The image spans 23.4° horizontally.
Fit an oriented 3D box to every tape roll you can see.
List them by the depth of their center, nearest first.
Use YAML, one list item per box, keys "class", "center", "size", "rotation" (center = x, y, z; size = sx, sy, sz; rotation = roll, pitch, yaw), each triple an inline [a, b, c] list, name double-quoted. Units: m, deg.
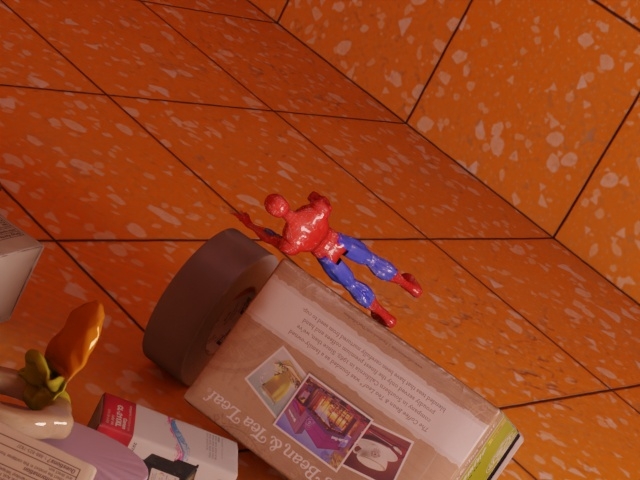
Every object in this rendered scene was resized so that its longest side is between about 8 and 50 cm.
- class: "tape roll"
  center: [-0.151, 0.093, 2.148]
  size: [0.072, 0.219, 0.219]
  rotation: [35, 22, 15]

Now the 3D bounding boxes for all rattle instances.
- class: "rattle"
  center: [-0.331, 0.119, 1.535]
  size: [0.200, 0.142, 0.130]
  rotation: [18, 30, -19]

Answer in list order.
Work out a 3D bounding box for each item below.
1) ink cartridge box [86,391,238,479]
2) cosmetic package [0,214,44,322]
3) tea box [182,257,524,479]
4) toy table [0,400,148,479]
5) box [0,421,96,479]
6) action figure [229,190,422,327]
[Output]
- class: "ink cartridge box"
  center: [-0.198, 0.272, 1.800]
  size: [0.175, 0.127, 0.072]
  rotation: [23, 22, -14]
- class: "cosmetic package"
  center: [-0.537, -0.010, 2.041]
  size: [0.296, 0.129, 0.153]
  rotation: [34, 20, 17]
- class: "tea box"
  center: [0.054, 0.226, 1.948]
  size: [0.329, 0.220, 0.323]
  rotation: [35, -3, 17]
- class: "toy table"
  center: [-0.329, 0.272, 1.555]
  size: [0.274, 0.160, 0.252]
  rotation: [19, 16, 1]
- class: "box"
  center: [-0.326, 0.316, 1.326]
  size: [0.148, 0.121, 0.311]
  rotation: [27, 58, -5]
- class: "action figure"
  center: [0.000, 0.000, 1.948]
  size: [0.139, 0.091, 0.280]
  rotation: [39, 0, 44]
